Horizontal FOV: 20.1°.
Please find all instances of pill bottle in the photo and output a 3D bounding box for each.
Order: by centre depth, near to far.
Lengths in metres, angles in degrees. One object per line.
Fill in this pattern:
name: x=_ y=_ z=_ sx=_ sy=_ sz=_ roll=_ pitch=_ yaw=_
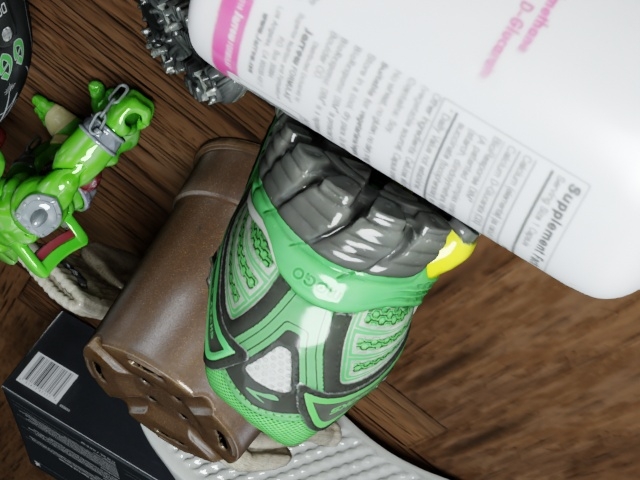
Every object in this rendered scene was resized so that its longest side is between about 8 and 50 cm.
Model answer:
pill bottle: x=0.101 y=-0.076 z=0.757 sx=0.283 sy=0.160 sz=0.160 roll=32 pitch=156 yaw=8

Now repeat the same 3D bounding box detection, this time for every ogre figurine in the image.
ogre figurine: x=-0.188 y=-0.044 z=1.262 sx=0.197 sy=0.118 sz=0.097 roll=7 pitch=143 yaw=47

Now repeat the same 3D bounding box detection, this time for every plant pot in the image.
plant pot: x=-0.061 y=0.047 z=1.200 sx=0.167 sy=0.165 sz=0.167 roll=29 pitch=154 yaw=15

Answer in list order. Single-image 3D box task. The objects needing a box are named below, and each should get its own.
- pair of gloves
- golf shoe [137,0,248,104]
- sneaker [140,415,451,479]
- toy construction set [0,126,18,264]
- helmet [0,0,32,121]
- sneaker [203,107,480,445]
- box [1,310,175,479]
pair of gloves: x=-0.105 y=0.089 z=1.357 sx=0.240 sy=0.042 sz=0.204 roll=41 pitch=-167 yaw=18
golf shoe: x=-0.050 y=-0.131 z=0.975 sx=0.198 sy=0.094 sz=0.077 roll=47 pitch=160 yaw=57
sneaker: x=0.008 y=0.226 z=1.475 sx=0.366 sy=0.135 sz=0.150 roll=31 pitch=153 yaw=14
toy construction set: x=-0.401 y=-0.068 z=1.357 sx=0.257 sy=0.237 sz=0.309 roll=25 pitch=154 yaw=23
helmet: x=-0.269 y=-0.131 z=1.158 sx=0.169 sy=0.169 sz=0.161 roll=32 pitch=140 yaw=10
sneaker: x=0.000 y=0.000 z=0.931 sx=0.134 sy=0.146 sz=0.343 roll=32 pitch=-166 yaw=2
box: x=-0.154 y=0.201 z=1.687 sx=0.261 sy=0.103 sz=0.184 roll=29 pitch=152 yaw=15
